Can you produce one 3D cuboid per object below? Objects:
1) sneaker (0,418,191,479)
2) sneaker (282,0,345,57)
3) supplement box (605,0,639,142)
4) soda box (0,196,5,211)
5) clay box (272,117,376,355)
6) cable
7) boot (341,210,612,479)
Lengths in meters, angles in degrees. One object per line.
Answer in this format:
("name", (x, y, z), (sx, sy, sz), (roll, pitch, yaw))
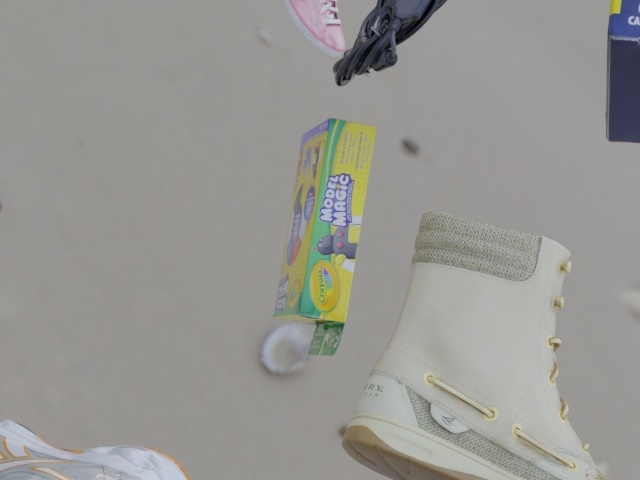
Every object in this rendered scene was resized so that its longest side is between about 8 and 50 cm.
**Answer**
("sneaker", (-0.219, 0.181, 1.137), (0.121, 0.262, 0.099), (-29, 116, -61))
("sneaker", (-0.001, -0.267, 1.830), (0.051, 0.070, 0.134), (-9, 64, -57))
("supplement box", (0.390, -0.287, 1.652), (0.194, 0.195, 0.356), (5, 64, 11))
("soda box", (-0.366, 0.037, 1.298), (0.083, 0.263, 0.092), (47, 2, -13))
("clay box", (0.000, 0.000, 1.652), (0.053, 0.127, 0.222), (11, 83, -12))
("cable", (0.078, -0.215, 1.563), (0.047, 0.150, 0.184), (35, 62, -8))
("boot", (0.163, 0.107, 1.239), (0.262, 0.095, 0.203), (22, 70, -9))
